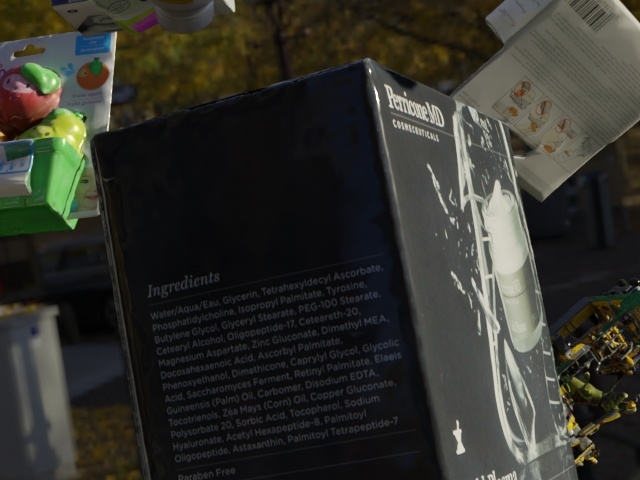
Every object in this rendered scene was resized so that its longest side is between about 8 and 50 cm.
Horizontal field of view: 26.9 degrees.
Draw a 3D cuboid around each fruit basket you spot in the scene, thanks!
[{"bbox_3d":[-0.502,-0.187,2.198,0.327,0.353,0.165,-4,-18,12],"label":"fruit basket"}]

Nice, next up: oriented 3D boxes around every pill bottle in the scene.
[{"bbox_3d":[-0.110,-0.220,1.045,0.065,0.116,0.065,0,50,0],"label":"pill bottle"}]

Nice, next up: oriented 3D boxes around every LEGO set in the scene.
[{"bbox_3d":[0.389,0.223,1.897,0.331,0.192,0.255,-40,9,-26],"label":"LEGO set"}]

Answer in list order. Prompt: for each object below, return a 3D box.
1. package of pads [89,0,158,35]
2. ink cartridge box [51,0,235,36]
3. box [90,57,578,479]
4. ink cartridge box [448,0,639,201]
[{"bbox_3d":[-0.170,-0.398,1.482,0.229,0.296,0.101,-23,-27,22],"label":"package of pads"},{"bbox_3d":[-0.236,-0.327,1.846,0.223,0.045,0.224,-8,-4,6],"label":"ink cartridge box"},{"bbox_3d":[0.042,0.112,1.341,0.297,0.471,0.480,-14,-7,21],"label":"box"},{"bbox_3d":[0.279,-0.189,1.598,0.239,0.060,0.275,-41,-41,17],"label":"ink cartridge box"}]
